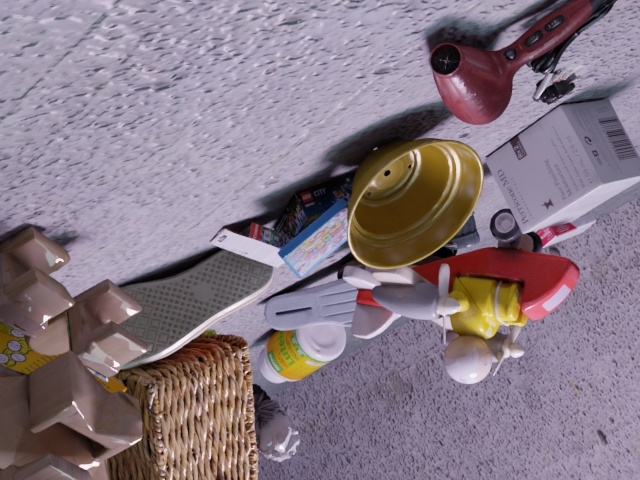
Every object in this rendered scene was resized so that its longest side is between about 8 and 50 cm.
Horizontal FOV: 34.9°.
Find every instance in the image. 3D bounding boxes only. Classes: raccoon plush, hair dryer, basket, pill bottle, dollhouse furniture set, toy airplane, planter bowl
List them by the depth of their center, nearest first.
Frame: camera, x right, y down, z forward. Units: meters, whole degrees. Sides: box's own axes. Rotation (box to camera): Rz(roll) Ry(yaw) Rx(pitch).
[{"bbox_3d":[-0.371,0.179,1.022,0.256,0.362,0.394,-29,140,14],"label":"dollhouse furniture set"},{"bbox_3d":[0.226,-0.225,1.170,0.293,0.080,0.224,-23,154,-34],"label":"hair dryer"},{"bbox_3d":[0.111,-0.072,1.407,0.217,0.090,0.217,-20,138,-20],"label":"planter bowl"},{"bbox_3d":[-0.249,0.304,1.630,0.213,0.299,0.223,7,-162,37],"label":"basket"},{"bbox_3d":[0.226,0.129,1.834,0.385,0.273,0.384,2,156,-19],"label":"toy airplane"},{"bbox_3d":[-0.211,0.356,1.883,0.216,0.446,0.299,-42,143,-16],"label":"raccoon plush"},{"bbox_3d":[-0.055,0.268,2.513,0.136,0.136,0.245,-15,165,-38],"label":"pill bottle"}]

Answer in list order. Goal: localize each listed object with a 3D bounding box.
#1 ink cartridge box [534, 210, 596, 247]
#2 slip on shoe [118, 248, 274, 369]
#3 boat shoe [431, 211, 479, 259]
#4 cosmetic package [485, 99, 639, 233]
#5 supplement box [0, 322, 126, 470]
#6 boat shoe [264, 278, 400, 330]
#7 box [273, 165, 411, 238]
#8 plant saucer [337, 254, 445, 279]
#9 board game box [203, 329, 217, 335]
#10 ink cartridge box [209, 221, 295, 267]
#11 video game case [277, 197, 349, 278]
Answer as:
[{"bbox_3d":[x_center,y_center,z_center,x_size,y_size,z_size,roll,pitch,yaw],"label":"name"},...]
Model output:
[{"bbox_3d":[0.459,-0.075,2.028,0.109,0.151,0.063,-20,163,-23],"label":"ink cartridge box"},{"bbox_3d":[-0.224,0.105,1.540,0.331,0.123,0.101,-26,173,-16],"label":"slip on shoe"},{"bbox_3d":[0.225,0.015,2.067,0.116,0.099,0.319,-22,169,-26],"label":"boat shoe"},{"bbox_3d":[0.413,-0.124,1.715,0.151,0.151,0.183,-12,162,-43],"label":"cosmetic package"},{"bbox_3d":[-0.431,0.268,1.250,0.194,0.195,0.356,-60,173,22],"label":"supplement box"},{"bbox_3d":[0.034,0.122,2.089,0.302,0.109,0.094,-5,-168,15],"label":"boat shoe"},{"bbox_3d":[0.053,-0.059,1.537,0.233,0.044,0.159,-20,167,-21],"label":"box"},{"bbox_3d":[0.173,0.073,2.090,0.277,0.041,0.278,7,162,2],"label":"plant saucer"},{"bbox_3d":[-0.272,0.266,2.091,0.092,0.043,0.181,-5,133,-33],"label":"board game box"},{"bbox_3d":[-0.097,0.001,1.484,0.115,0.029,0.063,21,151,-21],"label":"ink cartridge box"},{"bbox_3d":[0.000,0.000,1.469,0.119,0.015,0.166,-40,167,-2],"label":"video game case"}]
